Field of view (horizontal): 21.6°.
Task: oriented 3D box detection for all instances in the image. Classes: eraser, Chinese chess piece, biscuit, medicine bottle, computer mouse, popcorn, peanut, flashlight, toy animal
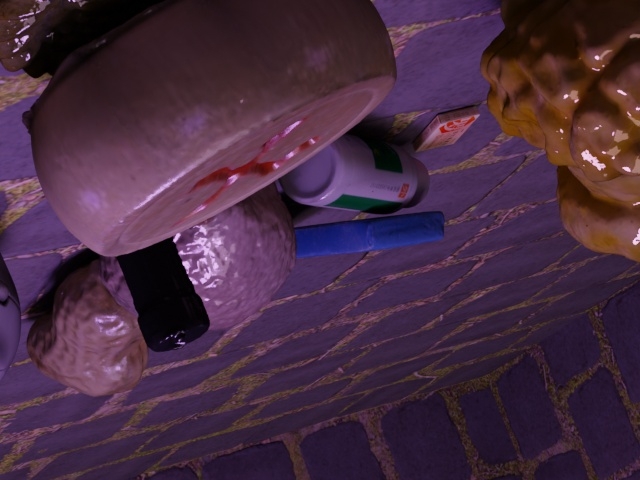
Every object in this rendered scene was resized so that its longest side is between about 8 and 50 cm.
[{"bbox_3d":[0.000,0.000,2.175,0.312,0.042,0.144,-7,180,44],"label":"eraser"},{"bbox_3d":[-0.096,-0.119,1.492,0.338,0.140,0.338,-29,173,-4],"label":"Chinese chess piece"},{"bbox_3d":[-0.187,-0.198,1.387,0.187,0.036,0.273,-11,163,-34],"label":"biscuit"},{"bbox_3d":[0.048,-0.080,2.045,0.095,0.095,0.260,-28,163,25],"label":"medicine bottle"},{"bbox_3d":[-0.389,0.084,1.854,0.121,0.184,0.297,2,158,-17],"label":"computer mouse"},{"bbox_3d":[0.340,-0.137,1.731,0.349,0.381,0.349,-12,-172,2],"label":"popcorn"},{"bbox_3d":[-0.285,0.119,2.192,0.143,0.159,0.291,-55,-174,-32],"label":"peanut"},{"bbox_3d":[-0.185,0.001,1.730,0.093,0.232,0.093,-21,165,-6],"label":"flashlight"},{"bbox_3d":[-0.142,0.010,1.920,0.227,0.188,0.358,-26,166,-4],"label":"toy animal"}]

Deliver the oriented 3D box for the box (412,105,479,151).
[{"bbox_3d":[0.159,-0.141,2.134,0.058,0.015,0.093,-13,165,-23],"label":"box"}]
